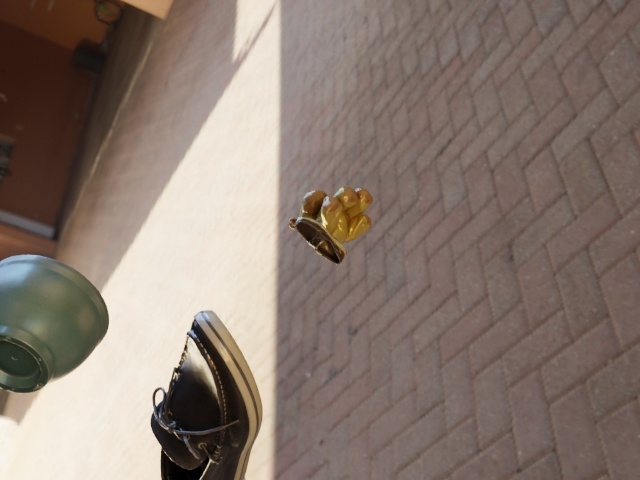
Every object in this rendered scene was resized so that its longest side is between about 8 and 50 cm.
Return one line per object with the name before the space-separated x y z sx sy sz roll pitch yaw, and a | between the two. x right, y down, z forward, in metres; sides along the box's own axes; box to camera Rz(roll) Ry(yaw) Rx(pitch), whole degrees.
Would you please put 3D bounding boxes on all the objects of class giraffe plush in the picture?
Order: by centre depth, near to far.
giraffe plush | 0.016 -0.065 2.061 0.170 0.181 0.210 35 117 41

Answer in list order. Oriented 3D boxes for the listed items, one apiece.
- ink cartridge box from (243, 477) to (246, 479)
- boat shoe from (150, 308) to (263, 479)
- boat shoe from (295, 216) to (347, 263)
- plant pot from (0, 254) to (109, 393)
ink cartridge box | -0.289 0.674 2.150 0.082 0.190 0.140 -33 70 26
boat shoe | -0.215 0.324 1.417 0.187 0.156 0.500 49 145 32
boat shoe | 0.000 0.000 1.947 0.056 0.152 0.049 -51 6 27
plant pot | -0.636 0.205 1.719 0.293 0.293 0.196 -54 13 33
